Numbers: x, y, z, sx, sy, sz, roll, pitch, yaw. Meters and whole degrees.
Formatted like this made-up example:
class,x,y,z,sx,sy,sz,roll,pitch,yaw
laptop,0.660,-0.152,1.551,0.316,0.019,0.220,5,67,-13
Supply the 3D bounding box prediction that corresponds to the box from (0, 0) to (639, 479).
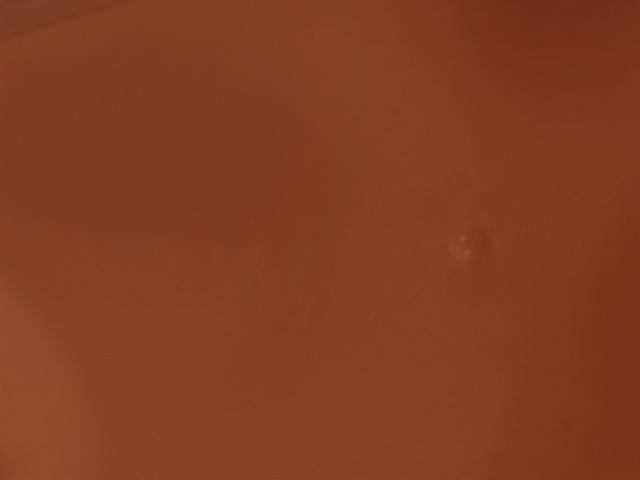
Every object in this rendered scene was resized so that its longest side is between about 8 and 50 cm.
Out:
class,x,y,z,sx,sy,sz,roll,pitch,yaw
box,0.000,0.000,0.567,0.229,0.339,0.239,-2,107,69
